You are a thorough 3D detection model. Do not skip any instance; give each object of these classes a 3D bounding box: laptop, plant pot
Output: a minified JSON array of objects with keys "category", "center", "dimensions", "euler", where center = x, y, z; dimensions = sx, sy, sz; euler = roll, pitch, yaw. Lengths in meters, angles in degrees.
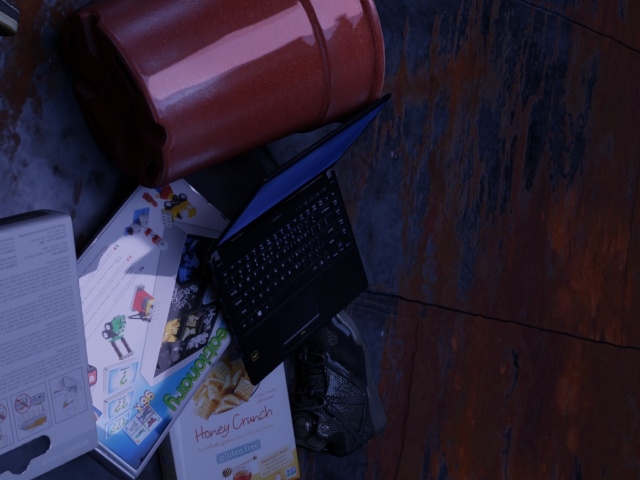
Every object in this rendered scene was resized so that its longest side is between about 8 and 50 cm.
[{"category":"laptop","center":[0.000,0.000,1.171],"dimensions":[0.234,0.136,0.264],"euler":[-37,119,-40]},{"category":"plant pot","center":[-0.117,-0.200,1.137],"dimensions":[0.265,0.272,0.272],"euler":[-31,110,-26]}]

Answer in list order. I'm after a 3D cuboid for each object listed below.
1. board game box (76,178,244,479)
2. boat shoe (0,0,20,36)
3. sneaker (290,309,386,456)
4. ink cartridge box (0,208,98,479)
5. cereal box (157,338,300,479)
[{"category":"board game box","center":[-0.198,0.083,1.147],"dimensions":[0.193,0.053,0.305],"euler":[43,59,-14]},{"category":"boat shoe","center":[-0.389,-0.281,1.016],"dimensions":[0.223,0.080,0.073],"euler":[29,75,-29]},{"category":"sneaker","center":[0.002,0.183,1.332],"dimensions":[0.130,0.087,0.228],"euler":[-34,117,-40]},{"category":"ink cartridge box","center":[-0.297,0.104,0.923],"dimensions":[0.189,0.066,0.232],"euler":[-20,114,-50]},{"category":"cereal box","center":[-0.120,0.197,1.258],"dimensions":[0.173,0.047,0.240],"euler":[-14,100,-35]}]
